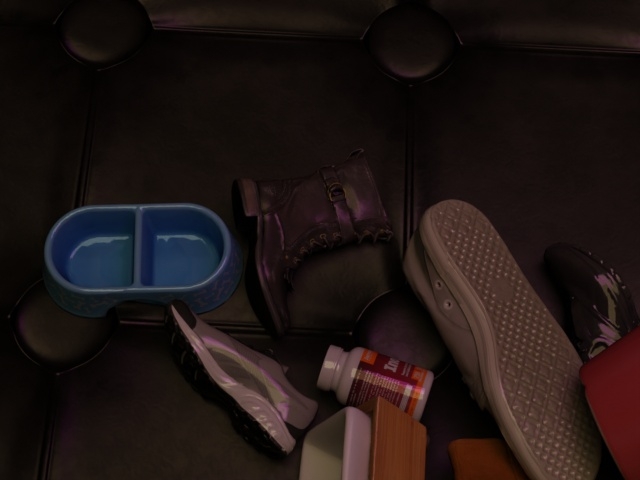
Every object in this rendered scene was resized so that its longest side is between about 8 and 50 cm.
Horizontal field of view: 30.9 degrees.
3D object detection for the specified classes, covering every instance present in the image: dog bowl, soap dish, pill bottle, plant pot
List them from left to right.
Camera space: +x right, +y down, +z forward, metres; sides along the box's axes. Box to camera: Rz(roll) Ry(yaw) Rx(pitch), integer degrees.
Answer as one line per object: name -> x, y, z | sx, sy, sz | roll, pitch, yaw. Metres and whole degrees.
dog bowl -> -0.262, 0.022, 1.691 | 0.297, 0.074, 0.166 | -1, 68, -2
soap dish -> 0.049, 0.366, 1.486 | 0.118, 0.229, 0.290 | 11, 67, -15
pill bottle -> 0.076, 0.200, 1.619 | 0.152, 0.086, 0.086 | 18, 69, 6
plant pot -> 0.482, 0.200, 1.476 | 0.243, 0.275, 0.275 | -28, 69, 16

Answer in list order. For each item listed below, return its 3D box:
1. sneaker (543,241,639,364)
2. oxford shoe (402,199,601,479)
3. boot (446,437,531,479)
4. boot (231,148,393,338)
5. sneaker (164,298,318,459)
sneaker -> 0.395, 0.130, 1.650 | 0.130, 0.109, 0.286 | -31, 70, -6
oxford shoe -> 0.247, 0.153, 1.617 | 0.169, 0.130, 0.449 | -9, 61, -35
boot -> 0.310, 0.368, 1.548 | 0.295, 0.104, 0.211 | 20, 36, -23
boot -> 0.000, 0.000, 1.699 | 0.229, 0.091, 0.263 | -8, 81, -18
sneaker -> -0.117, 0.181, 1.626 | 0.271, 0.100, 0.108 | 44, 62, 10
